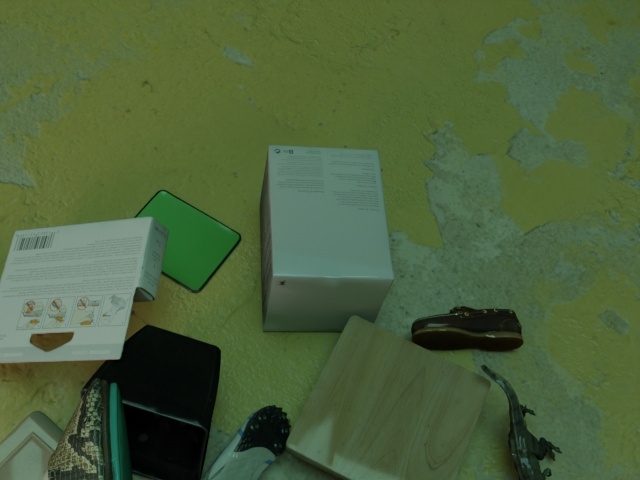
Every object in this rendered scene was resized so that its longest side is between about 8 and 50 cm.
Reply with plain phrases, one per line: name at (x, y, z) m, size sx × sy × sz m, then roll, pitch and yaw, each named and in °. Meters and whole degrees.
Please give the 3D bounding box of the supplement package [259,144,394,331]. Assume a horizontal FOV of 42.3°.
supplement package at (0.000, 0.000, 1.440) m, size 0.199 × 0.198 × 0.263 m, roll 2°, pitch 57°, yaw -9°

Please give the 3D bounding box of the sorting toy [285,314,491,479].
sorting toy at (0.107, 0.293, 1.337) m, size 0.255 × 0.089 × 0.257 m, roll 26°, pitch 58°, yaw 7°

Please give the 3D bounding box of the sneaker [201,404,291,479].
sneaker at (-0.126, 0.346, 1.276) m, size 0.085 × 0.086 × 0.237 m, roll 51°, pitch 45°, yaw -12°

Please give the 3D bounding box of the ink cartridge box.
ink cartridge box at (-0.388, 0.087, 1.307) m, size 0.275 × 0.060 × 0.239 m, roll -5°, pitch 62°, yaw 21°

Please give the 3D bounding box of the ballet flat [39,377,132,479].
ballet flat at (-0.265, 0.411, 0.969) m, size 0.182 × 0.164 × 0.483 m, roll -17°, pitch 75°, yaw -12°

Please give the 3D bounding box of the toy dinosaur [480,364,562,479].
toy dinosaur at (0.332, 0.322, 1.343) m, size 0.118 × 0.064 × 0.268 m, roll -5°, pitch 77°, yaw -57°

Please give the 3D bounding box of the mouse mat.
mouse mat at (-0.259, -0.002, 1.513) m, size 0.189 × 0.007 × 0.153 m, roll 29°, pitch 58°, yaw 11°

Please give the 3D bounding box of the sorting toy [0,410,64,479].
sorting toy at (-0.422, 0.377, 1.206) m, size 0.347 × 0.047 × 0.196 m, roll 42°, pitch 62°, yaw 3°

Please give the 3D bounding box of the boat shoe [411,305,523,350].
boat shoe at (0.256, 0.153, 1.465) m, size 0.206 × 0.073 × 0.073 m, roll 5°, pitch 55°, yaw -15°

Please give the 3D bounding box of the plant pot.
plant pot at (-0.243, 0.242, 1.265) m, size 0.187 × 0.188 × 0.167 m, roll 17°, pitch 45°, yaw 2°
